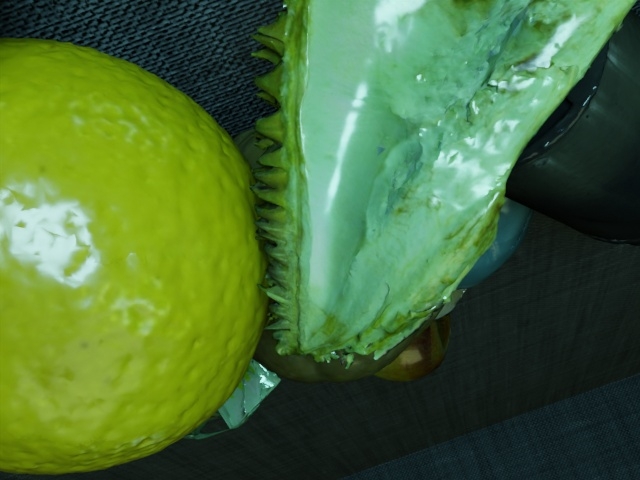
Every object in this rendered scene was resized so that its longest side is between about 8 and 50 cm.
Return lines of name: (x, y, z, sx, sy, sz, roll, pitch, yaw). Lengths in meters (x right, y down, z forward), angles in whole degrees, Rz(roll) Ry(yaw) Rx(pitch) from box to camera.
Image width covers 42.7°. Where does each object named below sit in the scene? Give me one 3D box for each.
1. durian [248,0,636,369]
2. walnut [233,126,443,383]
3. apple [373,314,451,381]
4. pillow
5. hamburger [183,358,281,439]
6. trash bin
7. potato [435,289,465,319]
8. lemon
durian: (0.063, -0.097, 0.511, 0.394, 0.198, 0.163, -64, 164, 9)
walnut: (0.000, 0.000, 0.797, 0.283, 0.283, 0.227, -43, -172, 38)
apple: (0.114, 0.130, 1.235, 0.147, 0.163, 0.146, -6, 145, 25)
pillow: (0.166, -0.032, 0.965, 0.233, 0.086, 0.214, -1, 121, -33)
hamburger: (-0.167, 0.171, 1.038, 0.261, 0.150, 0.276, -2, 154, 14)
trash bin: (0.232, -0.122, 0.755, 0.302, 0.203, 0.252, 15, 98, -45)
potato: (0.112, 0.032, 1.079, 0.200, 0.081, 0.164, 10, 106, -38)
lemon: (-0.198, 0.010, 0.595, 0.336, 0.336, 0.336, -15, 153, -8)
